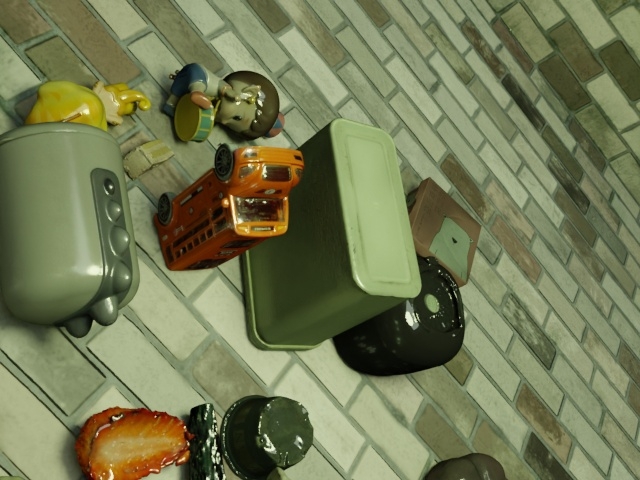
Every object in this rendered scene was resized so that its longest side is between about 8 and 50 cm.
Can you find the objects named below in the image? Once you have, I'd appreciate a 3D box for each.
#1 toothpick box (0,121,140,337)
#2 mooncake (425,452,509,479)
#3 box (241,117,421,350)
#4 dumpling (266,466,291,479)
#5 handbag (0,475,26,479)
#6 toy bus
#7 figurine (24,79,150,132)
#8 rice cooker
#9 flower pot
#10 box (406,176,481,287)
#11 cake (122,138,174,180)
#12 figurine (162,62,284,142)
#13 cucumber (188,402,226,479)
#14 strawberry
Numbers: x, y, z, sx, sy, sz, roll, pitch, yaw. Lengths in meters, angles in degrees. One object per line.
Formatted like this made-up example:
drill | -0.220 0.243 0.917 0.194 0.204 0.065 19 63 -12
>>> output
toothpick box | -0.385 -0.007 1.033 0.228 0.229 0.317 -2 71 -40
mooncake | 0.324 0.576 1.408 0.244 0.133 0.245 21 50 -27
box | 0.000 0.000 1.272 0.177 0.343 0.352 7 65 -35
dumpling | 0.001 0.510 1.099 0.243 0.226 0.175 37 68 -26
handbag | -0.396 0.394 0.835 0.315 0.253 0.109 25 93 -29
toy bus | -0.161 -0.053 1.174 0.142 0.329 0.153 -1 72 -41
figurine | -0.420 -0.228 1.199 0.156 0.131 0.246 63 33 -17
rice cooker | 0.170 0.156 1.418 0.267 0.224 0.267 19 56 -31
flower pot | -0.087 0.346 1.191 0.157 0.106 0.158 17 59 -31
box | 0.295 -0.015 1.704 0.215 0.086 0.215 40 48 -18
cake | -0.333 -0.163 1.294 0.052 0.065 0.121 52 24 -7
figurine | -0.182 -0.279 1.401 0.275 0.161 0.158 -2 94 -39
cucumber | -0.196 0.383 1.105 0.062 0.078 0.212 -4 70 -25
strawberry | -0.299 0.323 1.054 0.188 0.082 0.121 15 79 -45
